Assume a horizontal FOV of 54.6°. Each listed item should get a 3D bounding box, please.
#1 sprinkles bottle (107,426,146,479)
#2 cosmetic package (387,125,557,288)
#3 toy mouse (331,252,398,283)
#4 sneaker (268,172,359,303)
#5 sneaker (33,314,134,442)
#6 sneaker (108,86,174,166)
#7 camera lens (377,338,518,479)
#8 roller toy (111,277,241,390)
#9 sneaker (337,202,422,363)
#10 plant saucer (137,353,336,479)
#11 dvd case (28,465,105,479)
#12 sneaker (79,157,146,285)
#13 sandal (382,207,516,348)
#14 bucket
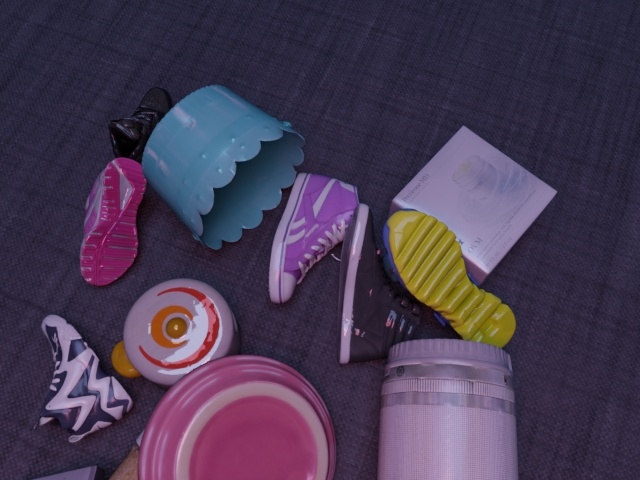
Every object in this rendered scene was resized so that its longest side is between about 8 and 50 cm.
[{"bbox_3d":[-0.336,0.467,0.999,0.121,0.121,0.355,33,72,13],"label":"sprinkles bottle"},{"bbox_3d":[0.286,-0.059,1.205,0.225,0.138,0.224,39,73,16],"label":"cosmetic package"},{"bbox_3d":[0.107,0.041,1.220,0.161,0.031,0.143,32,71,13],"label":"toy mouse"},{"bbox_3d":[0.000,-0.001,1.196,0.161,0.102,0.282,13,68,8],"label":"sneaker"},{"bbox_3d":[-0.461,0.254,1.100,0.153,0.094,0.235,-39,83,-23],"label":"sneaker"},{"bbox_3d":[-0.367,-0.242,1.287,0.087,0.130,0.227,15,67,4],"label":"sneaker"},{"bbox_3d":[0.204,0.316,1.006,0.220,0.219,0.274,4,68,2],"label":"camera lens"},{"bbox_3d":[-0.246,0.170,1.106,0.210,0.146,0.191,12,68,6],"label":"roller toy"},{"bbox_3d":[0.112,0.082,1.138,0.147,0.104,0.295,3,94,-5],"label":"sneaker"},{"bbox_3d":[-0.116,0.350,0.992,0.332,0.084,0.331,5,79,-25],"label":"plant saucer"},{"bbox_3d":[-0.457,0.462,0.971,0.239,0.029,0.179,-18,45,19],"label":"dvd case"},{"bbox_3d":[-0.413,-0.036,1.224,0.103,0.111,0.252,17,84,-31],"label":"sneaker"},{"bbox_3d":[0.208,0.071,1.103,0.126,0.138,0.317,-41,111,-7],"label":"sandal"},{"bbox_3d":[-0.184,-0.142,1.173,0.183,0.281,0.281,41,74,14],"label":"bucket"}]
